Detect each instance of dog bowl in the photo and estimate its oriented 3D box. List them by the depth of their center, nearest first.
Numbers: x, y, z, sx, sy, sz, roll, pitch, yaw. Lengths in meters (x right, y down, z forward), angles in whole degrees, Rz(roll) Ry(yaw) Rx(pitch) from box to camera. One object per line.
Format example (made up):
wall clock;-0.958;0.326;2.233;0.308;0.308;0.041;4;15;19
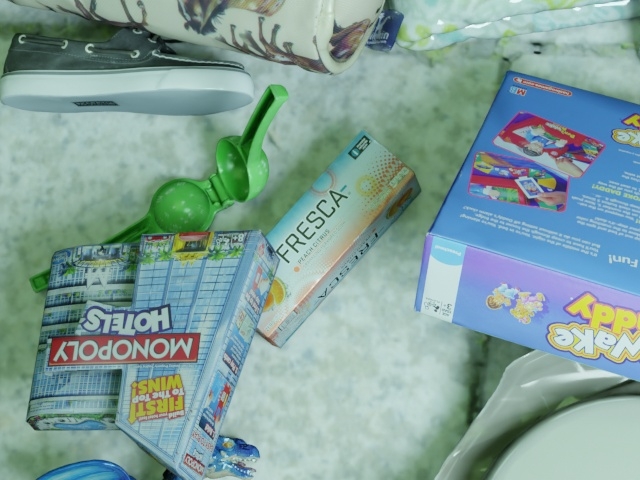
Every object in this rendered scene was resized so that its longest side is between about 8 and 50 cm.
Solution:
dog bowl;0.237;0.244;1.164;0.348;0.102;0.349;-2;78;8

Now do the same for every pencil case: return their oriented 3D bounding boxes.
pencil case;-0.132;-0.253;1.277;0.410;0.183;0.160;15;123;22

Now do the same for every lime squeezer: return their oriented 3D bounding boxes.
lime squeezer;-0.108;-0.034;1.287;0.310;0.110;0.059;-34;91;31

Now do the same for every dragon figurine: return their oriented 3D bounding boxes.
dragon figurine;-0.185;0.226;1.240;0.289;0.085;0.144;-8;74;3

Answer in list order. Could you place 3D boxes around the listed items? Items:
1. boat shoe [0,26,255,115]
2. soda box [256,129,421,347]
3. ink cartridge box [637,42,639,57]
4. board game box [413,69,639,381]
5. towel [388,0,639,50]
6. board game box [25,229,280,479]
boat shoe;-0.167;-0.152;1.334;0.228;0.080;0.076;0;79;17
soda box;0.000;0.000;1.278;0.063;0.058;0.183;41;86;16
ink cartridge box;0.300;-0.146;1.232;0.052;0.122;0.088;-28;75;-2
board game box;0.271;0.005;1.159;0.347;0.078;0.233;17;42;12
towel;0.226;-0.343;1.305;0.374;0.090;0.321;-8;76;7
board game box;-0.139;0.093;1.206;0.194;0.060;0.194;-3;63;15
